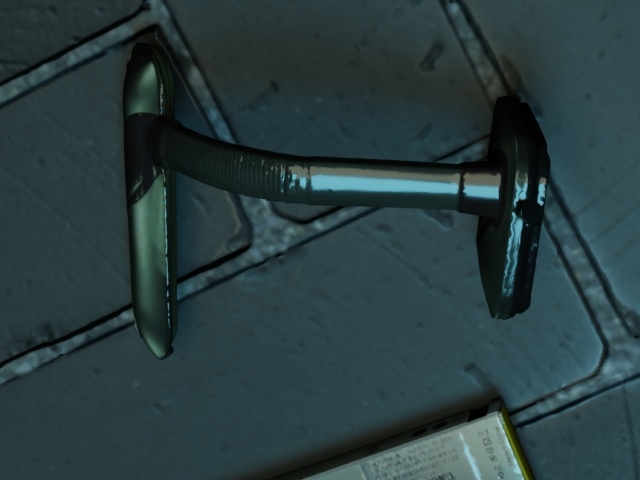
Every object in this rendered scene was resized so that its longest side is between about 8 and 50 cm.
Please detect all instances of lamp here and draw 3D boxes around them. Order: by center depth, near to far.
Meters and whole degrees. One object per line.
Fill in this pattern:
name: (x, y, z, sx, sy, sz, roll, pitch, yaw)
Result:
lamp: (-0.004, 0.002, 1.137, 0.283, 0.124, 0.203, 8, 115, 12)

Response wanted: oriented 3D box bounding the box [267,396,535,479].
box: (0.030, 0.202, 1.221, 0.247, 0.033, 0.129, -20, 100, 15)
